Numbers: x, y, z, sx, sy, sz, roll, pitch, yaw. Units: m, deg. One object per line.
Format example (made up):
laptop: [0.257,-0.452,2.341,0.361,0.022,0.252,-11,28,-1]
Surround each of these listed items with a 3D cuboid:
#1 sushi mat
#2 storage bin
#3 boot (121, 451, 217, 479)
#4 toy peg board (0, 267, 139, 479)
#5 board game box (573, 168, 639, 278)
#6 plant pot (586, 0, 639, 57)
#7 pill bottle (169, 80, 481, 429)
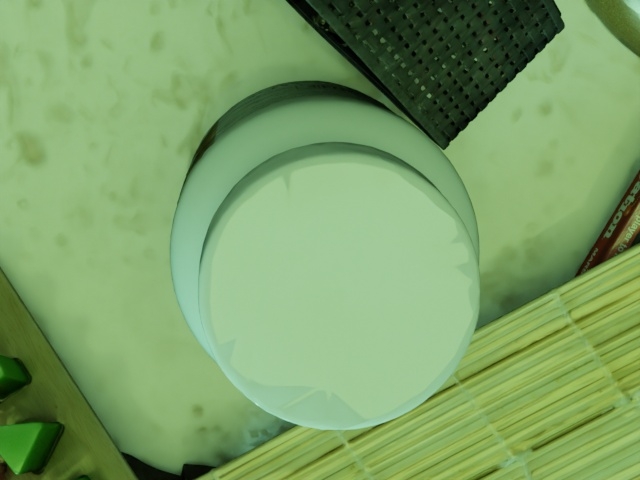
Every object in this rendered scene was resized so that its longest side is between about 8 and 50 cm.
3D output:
sushi mat: [0.098,0.116,0.661,0.317,0.019,0.151,-28,103,3]
storage bin: [0.021,-0.130,0.552,0.084,0.180,0.122,-45,61,4]
boot: [-0.104,0.175,0.687,0.106,0.037,0.114,10,104,-4]
toy peg board: [-0.192,0.111,0.610,0.161,0.079,0.161,-33,84,-8]
board game box: [0.193,0.065,0.680,0.145,0.027,0.281,27,101,-11]
plant pot: [0.236,-0.191,0.642,0.236,0.032,0.236,-1,101,-5]
pill bottle: [0.000,0.000,0.559,0.131,0.229,0.131,-1,100,-3]
